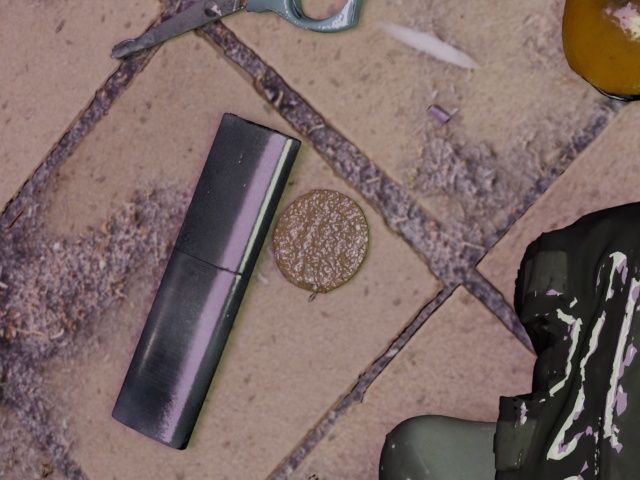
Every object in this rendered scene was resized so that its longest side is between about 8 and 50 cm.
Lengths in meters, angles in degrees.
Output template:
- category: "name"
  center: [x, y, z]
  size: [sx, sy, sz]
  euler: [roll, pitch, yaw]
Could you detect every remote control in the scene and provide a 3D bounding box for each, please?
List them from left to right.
- category: "remote control"
  center: [-0.131, 0.045, 1.639]
  size: [0.107, 0.044, 0.378]
  euler: [21, 92, 22]

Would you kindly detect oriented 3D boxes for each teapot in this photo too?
- category: "teapot"
  center: [0.190, 0.219, 1.400]
  size: [0.251, 0.183, 0.183]
  euler: [-31, 70, 6]

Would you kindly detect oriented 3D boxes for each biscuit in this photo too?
- category: "biscuit"
  center: [0.000, 0.000, 1.599]
  size: [0.120, 0.015, 0.120]
  euler: [-4, 79, 25]

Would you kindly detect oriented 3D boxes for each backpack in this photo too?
- category: "backpack"
  center: [0.313, 0.126, 1.203]
  size: [0.254, 0.445, 0.363]
  euler: [5, 78, 42]

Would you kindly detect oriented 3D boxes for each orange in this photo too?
- category: "orange"
  center: [0.314, -0.227, 1.440]
  size: [0.160, 0.112, 0.170]
  euler: [-23, 85, 20]

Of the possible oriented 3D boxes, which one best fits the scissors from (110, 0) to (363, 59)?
- category: "scissors"
  center: [-0.103, -0.286, 1.683]
  size: [0.360, 0.029, 0.191]
  euler: [-21, 75, 21]
